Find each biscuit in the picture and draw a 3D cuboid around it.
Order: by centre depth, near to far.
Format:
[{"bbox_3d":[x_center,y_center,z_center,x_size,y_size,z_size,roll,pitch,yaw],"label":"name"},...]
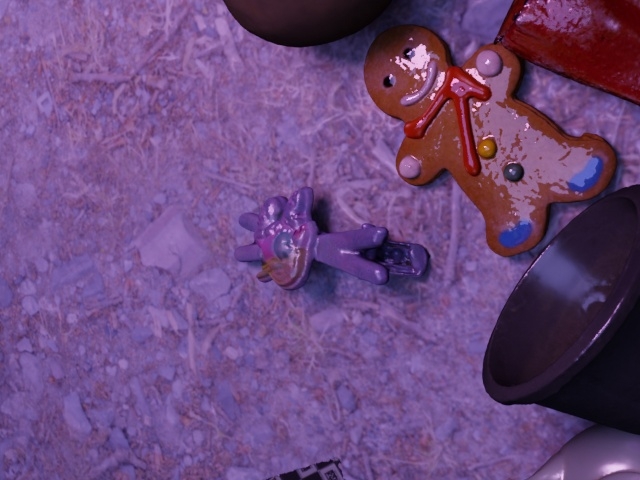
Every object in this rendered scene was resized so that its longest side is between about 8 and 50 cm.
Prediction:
[{"bbox_3d":[0.172,-0.133,0.958,0.324,0.049,0.205,50,117,14],"label":"biscuit"}]

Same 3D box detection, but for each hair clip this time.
[{"bbox_3d":[-0.004,0.000,1.043,0.278,0.090,0.137,7,93,26],"label":"hair clip"}]

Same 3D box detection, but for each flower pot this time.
[{"bbox_3d":[0.309,0.092,0.831,0.166,0.269,0.269,33,113,-3],"label":"flower pot"}]

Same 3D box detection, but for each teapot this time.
[{"bbox_3d":[0.356,0.360,0.880,0.219,0.149,0.318,-24,86,29],"label":"teapot"}]

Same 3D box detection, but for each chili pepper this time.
[{"bbox_3d":[0.325,-0.218,0.842,0.252,0.136,0.144,31,66,9],"label":"chili pepper"}]

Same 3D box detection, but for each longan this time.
[{"bbox_3d":[-0.013,-0.341,0.922,0.245,0.215,0.246,-4,76,17],"label":"longan"}]

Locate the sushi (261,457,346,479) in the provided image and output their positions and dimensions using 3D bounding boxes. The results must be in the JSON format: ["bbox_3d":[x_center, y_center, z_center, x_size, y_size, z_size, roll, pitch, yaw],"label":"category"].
[{"bbox_3d":[-0.034,0.402,1.154,0.201,0.031,0.139,-26,85,28],"label":"sushi"}]
